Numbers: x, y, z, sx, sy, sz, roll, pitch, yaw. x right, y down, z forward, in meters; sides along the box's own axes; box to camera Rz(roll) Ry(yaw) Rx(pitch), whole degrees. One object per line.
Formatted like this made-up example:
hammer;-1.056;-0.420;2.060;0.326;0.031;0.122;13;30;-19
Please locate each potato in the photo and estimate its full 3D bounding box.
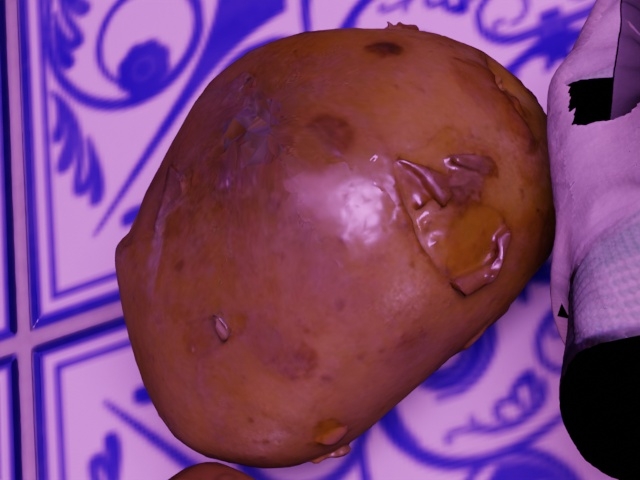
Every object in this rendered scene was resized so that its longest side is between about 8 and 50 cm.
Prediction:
potato;0.000;0.000;0.605;0.176;0.137;0.137;-45;55;8

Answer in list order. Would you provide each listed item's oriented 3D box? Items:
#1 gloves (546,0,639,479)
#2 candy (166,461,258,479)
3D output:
gloves;0.123;-0.034;0.550;0.111;0.127;0.212;-22;38;34
candy;0.016;0.158;0.531;0.271;0.143;0.101;21;123;33
